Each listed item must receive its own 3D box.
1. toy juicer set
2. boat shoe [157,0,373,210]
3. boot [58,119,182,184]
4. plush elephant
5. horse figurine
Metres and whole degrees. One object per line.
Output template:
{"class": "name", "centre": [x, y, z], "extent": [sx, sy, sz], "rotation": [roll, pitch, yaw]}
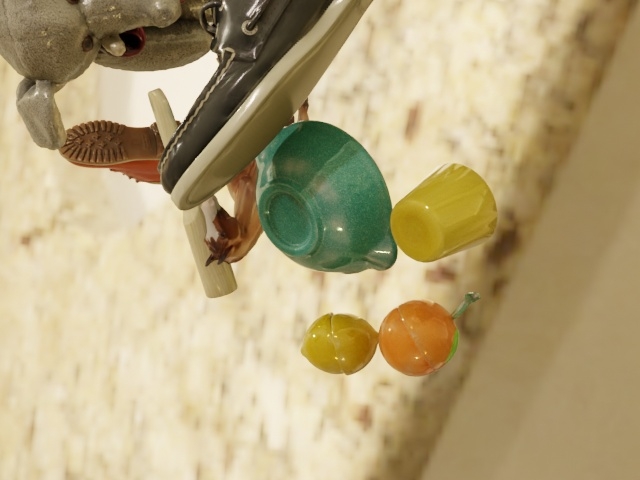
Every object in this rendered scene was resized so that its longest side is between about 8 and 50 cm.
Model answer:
{"class": "toy juicer set", "centre": [0.000, 0.000, 1.445], "extent": [0.329, 0.089, 0.209], "rotation": [21, 126, 34]}
{"class": "boat shoe", "centre": [-0.035, -0.182, 1.359], "extent": [0.340, 0.113, 0.127], "rotation": [-53, -7, 3]}
{"class": "boot", "centre": [-0.224, -0.093, 2.000], "extent": [0.085, 0.157, 0.059], "rotation": [110, 157, -57]}
{"class": "plush elephant", "centre": [-0.211, -0.242, 1.649], "extent": [0.255, 0.330, 0.272], "rotation": [-82, -22, -54]}
{"class": "horse figurine", "centre": [-0.049, -0.082, 1.566], "extent": [0.263, 0.066, 0.175], "rotation": [-31, -67, -74]}
